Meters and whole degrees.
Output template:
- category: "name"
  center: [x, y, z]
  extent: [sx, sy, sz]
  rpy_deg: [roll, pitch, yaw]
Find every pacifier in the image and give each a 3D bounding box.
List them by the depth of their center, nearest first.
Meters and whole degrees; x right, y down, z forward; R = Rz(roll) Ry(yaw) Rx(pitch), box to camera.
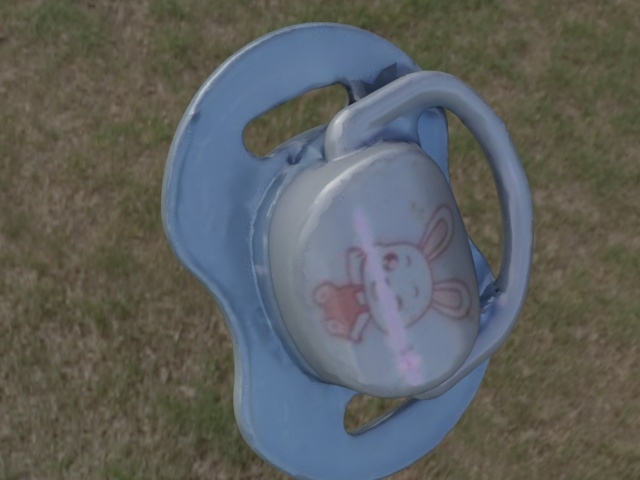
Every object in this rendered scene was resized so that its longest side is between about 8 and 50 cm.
- category: "pacifier"
  center: [0.000, 0.000, 0.764]
  extent: [0.238, 0.226, 0.287]
  rpy_deg: [-33, 115, -28]
